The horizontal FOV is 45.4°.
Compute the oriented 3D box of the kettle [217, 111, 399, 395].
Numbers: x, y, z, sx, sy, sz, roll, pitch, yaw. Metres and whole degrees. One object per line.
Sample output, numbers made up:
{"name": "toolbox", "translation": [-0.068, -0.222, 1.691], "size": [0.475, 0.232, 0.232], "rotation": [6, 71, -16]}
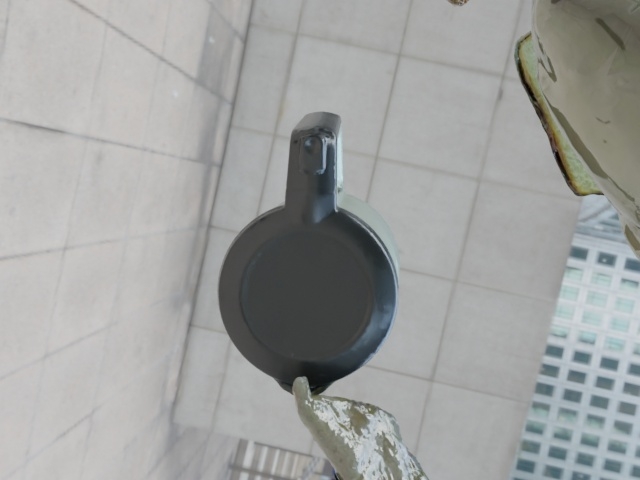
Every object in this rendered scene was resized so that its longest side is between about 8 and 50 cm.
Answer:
{"name": "kettle", "translation": [0.000, 0.000, 1.082], "size": [0.376, 0.250, 0.360], "rotation": [-47, 143, -85]}

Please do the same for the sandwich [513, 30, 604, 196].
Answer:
{"name": "sandwich", "translation": [0.459, -0.225, 1.165], "size": [0.099, 0.271, 0.301], "rotation": [-35, 102, -41]}

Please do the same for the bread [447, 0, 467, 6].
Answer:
{"name": "bread", "translation": [0.112, -0.339, 0.835], "size": [0.064, 0.193, 0.193], "rotation": [-36, -165, 21]}

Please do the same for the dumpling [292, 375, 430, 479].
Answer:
{"name": "dumpling", "translation": [0.087, 0.291, 0.878], "size": [0.332, 0.086, 0.166], "rotation": [60, 9, 14]}

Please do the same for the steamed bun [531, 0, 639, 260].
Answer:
{"name": "steamed bun", "translation": [0.288, -0.087, 0.410], "size": [0.324, 0.310, 0.219], "rotation": [-49, 143, -31]}
